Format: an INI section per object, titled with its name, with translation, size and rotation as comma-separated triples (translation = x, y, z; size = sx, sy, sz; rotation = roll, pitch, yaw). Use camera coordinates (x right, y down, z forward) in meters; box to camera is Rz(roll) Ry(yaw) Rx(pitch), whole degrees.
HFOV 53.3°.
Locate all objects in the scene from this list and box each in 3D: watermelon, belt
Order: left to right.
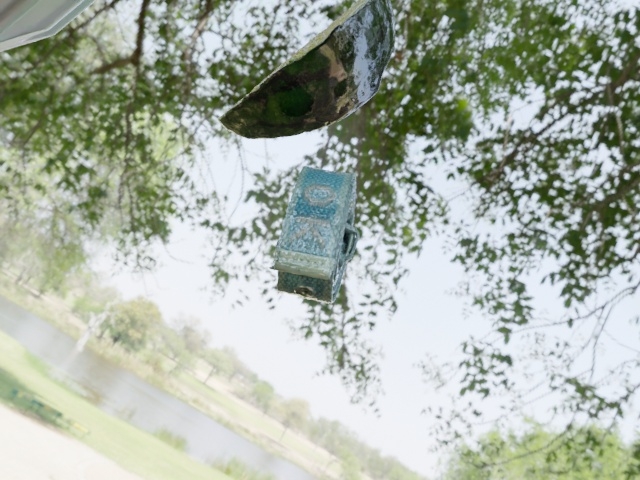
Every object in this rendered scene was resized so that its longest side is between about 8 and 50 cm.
[belt]
translation = 0.002, -0.006, 0.724
size = 0.082, 0.163, 0.148
rotation = 10, -27, 8
[watermelon]
translation = 0.005, -0.237, 0.836
size = 0.129, 0.301, 0.123
rotation = 33, -18, 40

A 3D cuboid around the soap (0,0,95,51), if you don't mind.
[soap]
translation = -0.476, -0.453, 1.036
size = 0.208, 0.347, 0.115
rotation = 53, 15, -17
